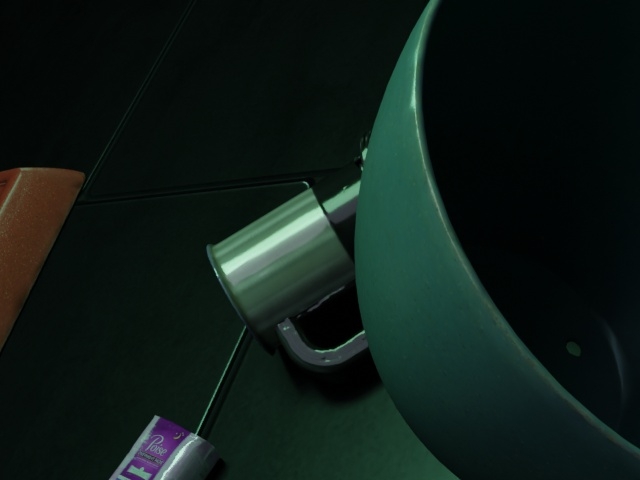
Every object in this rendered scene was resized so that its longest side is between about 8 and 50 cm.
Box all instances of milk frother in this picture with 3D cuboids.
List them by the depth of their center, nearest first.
[{"bbox_3d":[0.000,0.000,0.851,0.135,0.143,0.129,-32,44,4],"label":"milk frother"}]

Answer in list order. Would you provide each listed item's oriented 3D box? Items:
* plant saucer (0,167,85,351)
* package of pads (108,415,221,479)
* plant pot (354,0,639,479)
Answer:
[{"bbox_3d":[-0.347,0.042,1.170,0.258,0.047,0.259,-9,44,32],"label":"plant saucer"},{"bbox_3d":[-0.105,0.153,0.866,0.050,0.032,0.083,15,61,44],"label":"package of pads"},{"bbox_3d":[0.133,0.022,0.654,0.195,0.290,0.290,-52,15,52],"label":"plant pot"}]
